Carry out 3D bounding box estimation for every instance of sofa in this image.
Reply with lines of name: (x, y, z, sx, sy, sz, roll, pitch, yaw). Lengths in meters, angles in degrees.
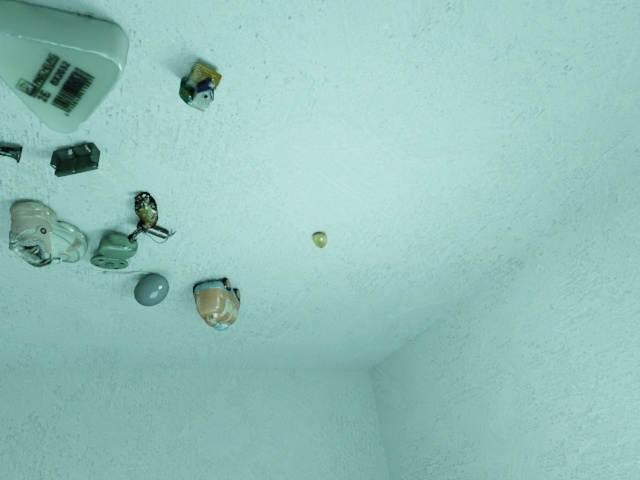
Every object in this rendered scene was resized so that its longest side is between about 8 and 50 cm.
sofa: (-0.812, -0.268, 1.485, 0.147, 0.085, 0.060, -10, 150, 3)

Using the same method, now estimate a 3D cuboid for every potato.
potato: (0.000, 0.000, 2.103, 0.068, 0.062, 0.083, 7, 122, 25)

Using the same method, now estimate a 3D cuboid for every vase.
vase: (-1.043, -0.292, 1.420, 0.167, 0.059, 0.059, 11, 142, -28)

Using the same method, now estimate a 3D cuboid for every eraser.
eraser: (-0.689, -0.439, 1.199, 0.331, 0.150, 0.331, -6, 148, -3)

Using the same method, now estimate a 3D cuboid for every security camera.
security camera: (-0.901, 0.054, 1.966, 0.157, 0.080, 0.301, 13, 151, -33)

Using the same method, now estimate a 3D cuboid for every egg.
egg: (-0.822, 0.241, 2.197, 0.198, 0.146, 0.146, -39, 137, 26)

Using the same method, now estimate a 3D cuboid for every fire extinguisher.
fire extinguisher: (-0.694, -0.033, 1.896, 0.157, 0.045, 0.078, 26, 95, -42)

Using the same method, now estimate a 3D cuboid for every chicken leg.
chicken leg: (-0.700, -0.085, 1.782, 0.106, 0.051, 0.253, 6, 128, -31)

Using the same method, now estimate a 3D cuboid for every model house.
model house: (-0.347, -0.449, 1.306, 0.087, 0.101, 0.100, 23, 134, -36)

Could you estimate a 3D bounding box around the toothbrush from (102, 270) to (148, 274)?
toothbrush: (-0.934, 0.156, 2.161, 0.204, 0.017, 0.022, 2, 126, -18)

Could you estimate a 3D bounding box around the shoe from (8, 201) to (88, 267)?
shoe: (-1.074, 0.019, 1.755, 0.171, 0.198, 0.351, -13, 146, 9)

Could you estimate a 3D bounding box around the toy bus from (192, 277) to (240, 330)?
toy bus: (-0.535, 0.343, 2.349, 0.194, 0.232, 0.288, -16, 145, 6)
